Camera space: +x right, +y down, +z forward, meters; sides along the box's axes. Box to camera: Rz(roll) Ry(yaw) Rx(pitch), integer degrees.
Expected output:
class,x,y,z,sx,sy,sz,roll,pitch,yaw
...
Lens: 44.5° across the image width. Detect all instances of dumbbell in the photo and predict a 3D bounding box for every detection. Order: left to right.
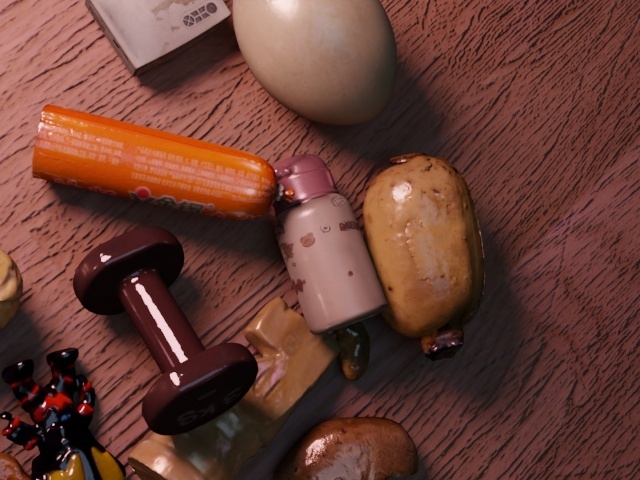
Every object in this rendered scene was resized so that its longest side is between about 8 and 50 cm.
class,x,y,z,sx,sy,sz,roll,pitch,yaw
dumbbell,-0.181,0.102,0.905,0.140,0.124,0.225,-25,62,-22

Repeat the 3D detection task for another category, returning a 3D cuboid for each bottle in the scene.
class,x,y,z,sx,sy,sz,roll,pitch,yaw
bottle,0.000,0.000,1.030,0.110,0.110,0.233,-16,80,-21

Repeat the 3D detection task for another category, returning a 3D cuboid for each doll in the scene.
class,x,y,z,sx,sy,sz,roll,pitch,yaw
doll,-0.298,0.255,0.921,0.127,0.088,0.248,-12,88,-21

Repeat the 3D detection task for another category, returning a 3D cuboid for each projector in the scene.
class,x,y,z,sx,sy,sz,roll,pitch,yaw
projector,-0.208,-0.295,1.000,0.147,0.061,0.115,-36,101,-19

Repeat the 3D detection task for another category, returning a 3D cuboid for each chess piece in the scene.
class,x,y,z,sx,sy,sz,roll,pitch,yaw
chess piece,-0.096,0.209,0.995,0.137,0.137,0.301,50,59,-11

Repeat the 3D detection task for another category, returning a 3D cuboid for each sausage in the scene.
class,x,y,z,sx,sy,sz,roll,pitch,yaw
sausage,-0.184,-0.086,0.955,0.312,0.093,0.092,13,82,-10

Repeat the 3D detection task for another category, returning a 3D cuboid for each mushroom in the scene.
class,x,y,z,sx,sy,sz,roll,pitch,yaw
mushroom,0.042,0.287,1.056,0.210,0.072,0.094,3,77,-20

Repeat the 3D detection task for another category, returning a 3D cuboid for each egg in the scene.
class,x,y,z,sx,sy,sz,roll,pitch,yaw
egg,-0.005,-0.259,1.007,0.186,0.186,0.253,-45,99,-17

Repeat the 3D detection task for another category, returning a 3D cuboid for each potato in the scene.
class,x,y,z,sx,sy,sz,roll,pitch,yaw
potato,0.047,0.147,1.081,0.047,0.045,0.092,-9,86,6

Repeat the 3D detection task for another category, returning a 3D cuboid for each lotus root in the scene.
class,x,y,z,sx,sy,sz,roll,pitch,yaw
lotus root,0.144,0.023,1.074,0.160,0.146,0.284,-11,84,-1

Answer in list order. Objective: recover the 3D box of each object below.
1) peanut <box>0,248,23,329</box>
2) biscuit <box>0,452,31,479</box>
class,x,y,z,sx,sy,sz,roll,pitch,yaw
peanut,-0.479,0.037,0.832,0.306,0.147,0.147,17,81,-18
biscuit,-0.423,0.391,0.889,0.186,0.044,0.295,8,83,-17
